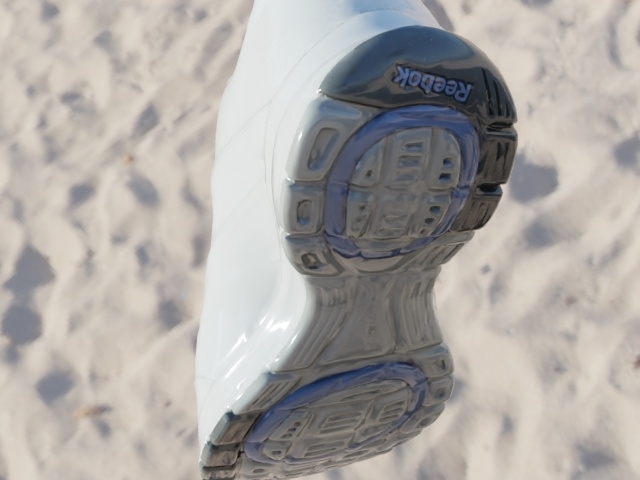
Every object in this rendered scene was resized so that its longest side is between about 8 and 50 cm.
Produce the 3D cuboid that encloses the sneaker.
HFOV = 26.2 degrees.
[{"bbox_3d":[0.000,0.000,0.592,0.111,0.297,0.129,-4,48,-22],"label":"sneaker"}]
